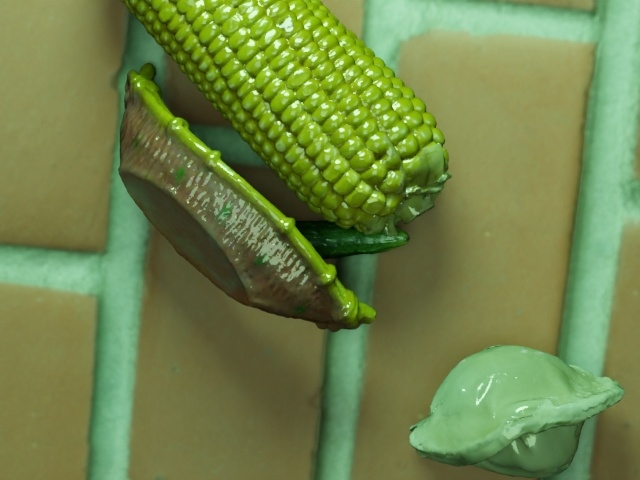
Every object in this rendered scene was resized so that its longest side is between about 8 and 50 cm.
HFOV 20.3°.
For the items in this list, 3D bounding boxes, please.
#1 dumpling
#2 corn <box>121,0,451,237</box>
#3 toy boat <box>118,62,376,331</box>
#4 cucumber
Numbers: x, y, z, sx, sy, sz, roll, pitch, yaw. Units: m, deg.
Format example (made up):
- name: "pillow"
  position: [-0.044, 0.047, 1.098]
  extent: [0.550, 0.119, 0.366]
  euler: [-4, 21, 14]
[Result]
- name: "dumpling"
  position: [0.167, 0.157, 1.579]
  extent: [0.199, 0.136, 0.118]
  euler: [-17, 102, 19]
- name: "corn"
  position: [-0.044, -0.159, 1.559]
  extent: [0.144, 0.144, 0.387]
  euler: [-44, 92, 10]
- name: "toy boat"
  position: [-0.086, -0.025, 1.578]
  extent: [0.099, 0.141, 0.318]
  euler: [-36, 76, -28]
- name: "cucumber"
  position: [0.000, 0.000, 1.623]
  extent: [0.168, 0.039, 0.039]
  euler: [-3, 97, 13]
